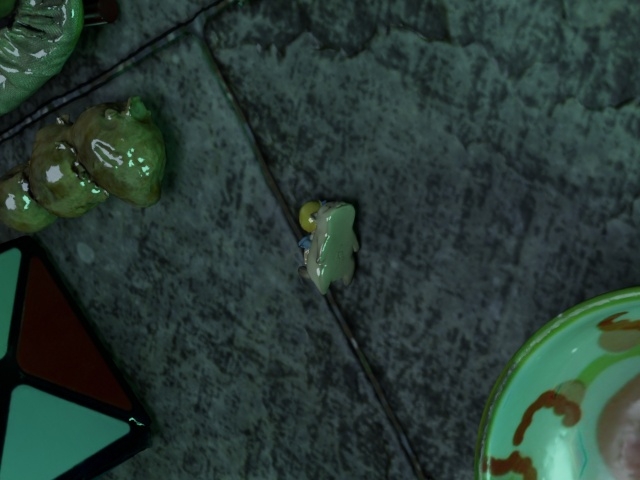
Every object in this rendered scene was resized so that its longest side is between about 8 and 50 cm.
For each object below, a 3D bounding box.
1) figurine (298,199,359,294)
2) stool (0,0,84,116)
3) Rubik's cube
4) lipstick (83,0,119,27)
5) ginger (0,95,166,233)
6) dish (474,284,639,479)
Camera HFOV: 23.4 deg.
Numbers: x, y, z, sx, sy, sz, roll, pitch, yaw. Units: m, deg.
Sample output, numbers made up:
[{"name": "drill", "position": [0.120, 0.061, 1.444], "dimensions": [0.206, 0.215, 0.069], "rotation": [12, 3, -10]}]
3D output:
[{"name": "figurine", "position": [0.000, 0.000, 1.286], "dimensions": [0.050, 0.047, 0.083], "rotation": [24, 117, 38]}, {"name": "stool", "position": [-0.401, -0.237, 1.338], "dimensions": [0.310, 0.226, 0.310], "rotation": [-32, 81, 39]}, {"name": "Rubik's cube", "position": [-0.359, 0.175, 1.481], "dimensions": [0.246, 0.248, 0.250], "rotation": [-35, 87, 40]}, {"name": "lipstick", "position": [-0.253, -0.198, 1.392], "dimensions": [0.176, 0.027, 0.027], "rotation": [-2, 108, 37]}, {"name": "ginger", "position": [-0.223, -0.060, 1.393], "dimensions": [0.204, 0.080, 0.104], "rotation": [-16, 105, 37]}, {"name": "dish", "position": [0.281, 0.171, 1.110], "dimensions": [0.324, 0.124, 0.324], "rotation": [9, 108, 28]}]
